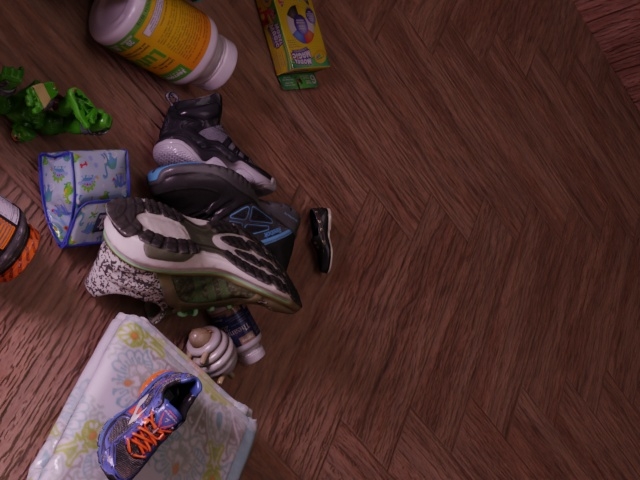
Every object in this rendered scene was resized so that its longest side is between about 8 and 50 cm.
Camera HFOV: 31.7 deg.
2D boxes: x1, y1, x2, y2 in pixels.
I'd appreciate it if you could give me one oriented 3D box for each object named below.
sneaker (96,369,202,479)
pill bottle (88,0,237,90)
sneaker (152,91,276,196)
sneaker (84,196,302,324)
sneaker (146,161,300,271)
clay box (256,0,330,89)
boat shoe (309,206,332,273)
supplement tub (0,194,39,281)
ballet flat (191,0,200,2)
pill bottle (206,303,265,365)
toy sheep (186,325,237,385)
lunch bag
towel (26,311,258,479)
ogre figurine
[{"bbox_3d":[-0.249,0.266,1.653,0.083,0.087,0.221,52,43,-21],"label":"sneaker"},{"bbox_3d":[-0.265,-0.353,1.949,0.246,0.136,0.136,26,58,-43],"label":"pill bottle"},{"bbox_3d":[-0.178,-0.176,2.018,0.269,0.101,0.153,21,64,-43],"label":"sneaker"},{"bbox_3d":[-0.213,0.063,1.852,0.410,0.182,0.158,22,29,-37],"label":"sneaker"},{"bbox_3d":[-0.163,-0.033,1.972,0.341,0.125,0.139,26,63,-41],"label":"sneaker"},{"bbox_3d":[-0.055,-0.422,2.299,0.127,0.053,0.222,-17,89,-52],"label":"clay box"},{"bbox_3d":[-0.001,0.000,2.225,0.042,0.049,0.132,-1,84,-23],"label":"boat shoe"},{"bbox_3d":[-0.494,-0.027,1.567,0.190,0.117,0.117,41,49,-36],"label":"supplement tub"},{"bbox_3d":[-0.241,-0.546,1.998,0.106,0.108,0.316,46,17,-40],"label":"ballet flat"},{"bbox_3d":[-0.144,0.156,1.969,0.067,0.067,0.120,-42,110,-49],"label":"pill bottle"},{"bbox_3d":[-0.182,0.194,1.899,0.132,0.091,0.091,61,37,-40],"label":"toy sheep"},{"bbox_3d":[-0.365,-0.067,1.766,0.129,0.096,0.151,-8,97,-54],"label":"lunch bag"},{"bbox_3d":[-0.270,0.338,1.739,0.320,0.090,0.374,45,46,-27],"label":"towel"},{"bbox_3d":[-0.425,-0.203,1.714,0.197,0.118,0.096,-4,84,-50],"label":"ogre figurine"}]
